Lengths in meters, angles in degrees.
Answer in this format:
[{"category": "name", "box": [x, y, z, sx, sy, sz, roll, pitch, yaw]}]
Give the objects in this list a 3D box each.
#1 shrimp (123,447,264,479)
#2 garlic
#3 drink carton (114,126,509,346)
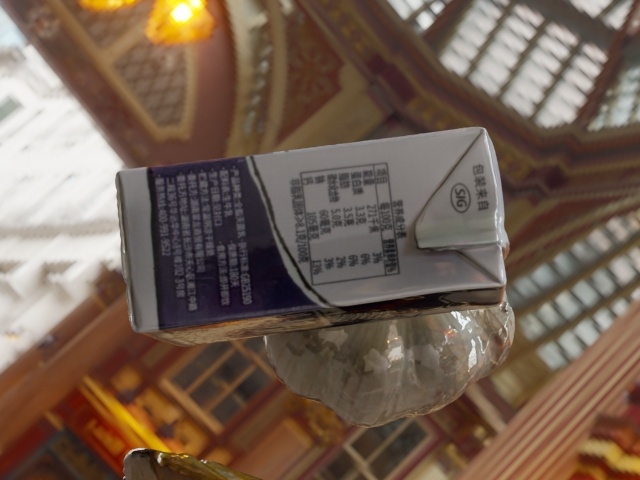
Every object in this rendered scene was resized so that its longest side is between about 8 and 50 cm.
[{"category": "shrimp", "box": [-0.021, 0.170, 0.784, 0.248, 0.068, 0.150, 9, -36, 47]}, {"category": "garlic", "box": [0.040, 0.065, 1.191, 0.218, 0.218, 0.212, 42, -29, 15]}, {"category": "drink carton", "box": [0.001, 0.000, 0.905, 0.134, 0.222, 0.102, 58, 25, -79]}]
